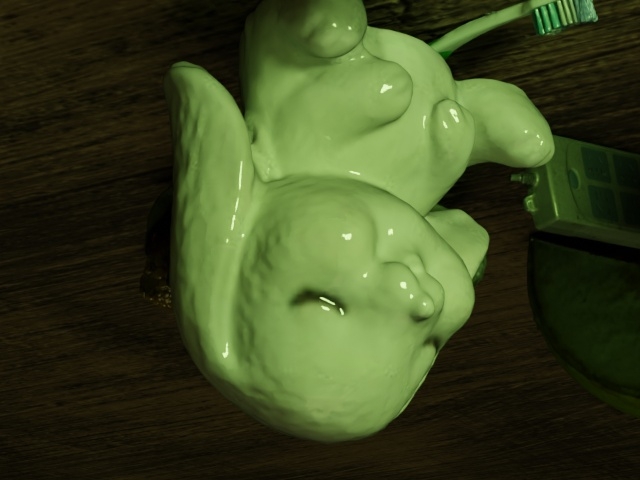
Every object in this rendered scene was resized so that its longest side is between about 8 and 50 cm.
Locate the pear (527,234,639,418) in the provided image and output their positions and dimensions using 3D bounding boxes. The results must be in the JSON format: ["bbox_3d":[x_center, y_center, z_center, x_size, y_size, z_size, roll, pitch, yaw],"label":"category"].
[{"bbox_3d":[0.346,0.108,1.452,0.288,0.139,0.239,15,179,35],"label":"pear"}]

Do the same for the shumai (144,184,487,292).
[{"bbox_3d":[0.000,0.000,1.274,0.222,0.204,0.272,-19,-169,43],"label":"shumai"}]

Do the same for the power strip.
[{"bbox_3d":[0.244,-0.036,1.241,0.226,0.080,0.029,9,155,-33],"label":"power strip"}]

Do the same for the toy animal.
[{"bbox_3d":[0.013,0.004,0.984,0.271,0.265,0.206,23,153,-34],"label":"toy animal"}]

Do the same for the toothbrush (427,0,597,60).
[{"bbox_3d":[0.060,-0.121,1.050,0.304,0.030,0.030,-16,158,40],"label":"toothbrush"}]

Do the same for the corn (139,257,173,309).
[{"bbox_3d":[-0.074,0.044,1.441,0.207,0.068,0.068,5,160,-27],"label":"corn"}]
